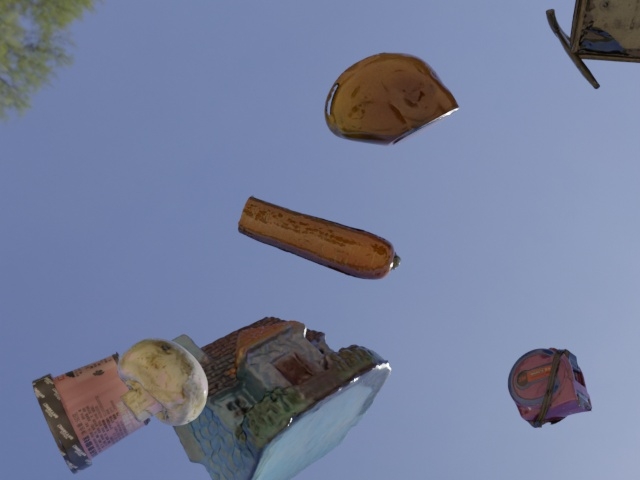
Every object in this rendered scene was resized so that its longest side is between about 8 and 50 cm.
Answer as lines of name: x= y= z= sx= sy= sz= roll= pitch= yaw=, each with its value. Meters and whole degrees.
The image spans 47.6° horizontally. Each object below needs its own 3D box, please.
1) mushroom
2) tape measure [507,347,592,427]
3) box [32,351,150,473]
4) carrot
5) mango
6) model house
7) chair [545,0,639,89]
mushroom: x=-0.136 y=0.122 z=0.616 sx=0.084 sy=0.083 sz=0.067 roll=31 pitch=-121 yaw=32
tape measure: x=0.366 y=0.237 z=1.168 sx=0.118 sy=0.074 sz=0.125 roll=-30 pitch=-141 yaw=35
box: x=-0.337 y=0.248 z=1.086 sx=0.135 sy=0.151 sz=0.151 roll=-26 pitch=-127 yaw=-21
carrot: x=0.000 y=0.000 z=0.990 sx=0.225 sy=0.067 sz=0.067 roll=19 pitch=-108 yaw=9
mango: x=0.114 y=-0.249 z=1.298 sx=0.236 sy=0.136 sz=0.166 roll=-28 pitch=-95 yaw=-27
model house: x=-0.110 y=0.267 z=1.436 sx=0.360 sy=0.297 sz=0.339 roll=-24 pitch=-126 yaw=-40
chair: x=0.482 y=-0.351 z=1.141 sx=0.188 sy=0.166 sz=0.272 roll=3 pitch=-152 yaw=-1
